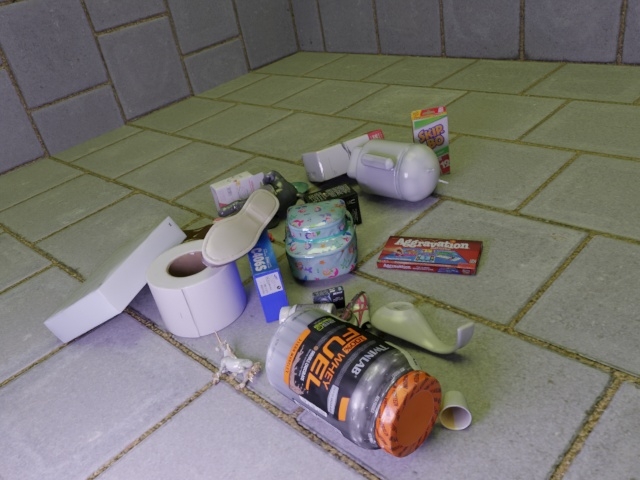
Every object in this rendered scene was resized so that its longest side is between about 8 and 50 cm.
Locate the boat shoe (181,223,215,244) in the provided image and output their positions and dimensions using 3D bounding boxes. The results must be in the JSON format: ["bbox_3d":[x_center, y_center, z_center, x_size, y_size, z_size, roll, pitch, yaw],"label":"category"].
[{"bbox_3d":[-0.385,0.011,1.867,0.285,0.089,0.104,-5,37,8],"label":"boat shoe"}]

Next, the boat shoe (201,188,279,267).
[{"bbox_3d":[-0.224,-0.021,1.536,0.116,0.097,0.324,38,44,-3],"label":"boat shoe"}]

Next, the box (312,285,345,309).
[{"bbox_3d":[0.023,0.157,1.480,0.083,0.067,0.018,-12,38,-8],"label":"box"}]

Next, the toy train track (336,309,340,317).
[{"bbox_3d":[0.036,0.187,1.508,0.048,0.014,0.083,-19,39,-16],"label":"toy train track"}]

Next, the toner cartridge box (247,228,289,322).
[{"bbox_3d":[-0.164,0.067,1.625,0.075,0.165,0.348,-15,32,-7],"label":"toner cartridge box"}]

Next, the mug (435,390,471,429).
[{"bbox_3d":[0.264,0.338,1.139,0.078,0.062,0.064,2,25,10],"label":"mug"}]

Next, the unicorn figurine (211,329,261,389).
[{"bbox_3d":[-0.217,0.303,1.371,0.162,0.060,0.111,18,39,15],"label":"unicorn figurine"}]

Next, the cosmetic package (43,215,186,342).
[{"bbox_3d":[-0.597,0.110,1.662,0.284,0.097,0.377,-29,20,33],"label":"cosmetic package"}]

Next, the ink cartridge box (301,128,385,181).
[{"bbox_3d":[0.092,-0.328,2.180,0.283,0.117,0.207,-21,13,-16],"label":"ink cartridge box"}]

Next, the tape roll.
[{"bbox_3d":[-0.345,0.130,1.579,0.246,0.169,0.246,-8,32,5],"label":"tape roll"}]

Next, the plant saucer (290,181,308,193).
[{"bbox_3d":[-0.102,-0.190,2.164,0.119,0.021,0.119,-9,31,6],"label":"plant saucer"}]

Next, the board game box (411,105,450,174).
[{"bbox_3d":[0.398,-0.350,2.022,0.124,0.259,0.039,-10,31,3],"label":"board game box"}]

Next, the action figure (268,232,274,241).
[{"bbox_3d":[-0.203,-0.021,1.906,0.115,0.030,0.038,20,26,27],"label":"action figure"}]

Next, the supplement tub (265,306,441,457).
[{"bbox_3d":[0.062,0.284,1.151,0.338,0.207,0.207,20,43,42],"label":"supplement tub"}]

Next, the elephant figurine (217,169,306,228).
[{"bbox_3d":[-0.203,-0.122,1.978,0.186,0.169,0.239,-27,14,51],"label":"elephant figurine"}]

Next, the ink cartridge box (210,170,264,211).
[{"bbox_3d":[-0.306,-0.186,2.136,0.198,0.115,0.067,-24,33,-21],"label":"ink cartridge box"}]

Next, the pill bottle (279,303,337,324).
[{"bbox_3d":[-0.031,0.201,1.443,0.137,0.078,0.078,-2,32,15],"label":"pill bottle"}]

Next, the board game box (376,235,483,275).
[{"bbox_3d":[0.319,0.040,1.638,0.281,0.027,0.145,3,33,24],"label":"board game box"}]

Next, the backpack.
[{"bbox_3d":[0.000,0.000,1.672,0.225,0.191,0.253,-8,36,4],"label":"backpack"}]

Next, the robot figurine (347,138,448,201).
[{"bbox_3d":[0.265,-0.246,1.957,0.353,0.200,0.300,15,6,38],"label":"robot figurine"}]

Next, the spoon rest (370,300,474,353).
[{"bbox_3d":[0.238,0.209,1.345,0.137,0.084,0.276,-14,15,-37],"label":"spoon rest"}]

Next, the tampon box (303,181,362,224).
[{"bbox_3d":[0.041,-0.105,1.878,0.161,0.120,0.101,-18,32,-11],"label":"tampon box"}]

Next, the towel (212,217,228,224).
[{"bbox_3d":[-0.322,-0.034,1.976,0.144,0.029,0.197,-10,31,4],"label":"towel"}]

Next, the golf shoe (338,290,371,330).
[{"bbox_3d":[0.095,0.197,1.438,0.086,0.067,0.186,39,32,2],"label":"golf shoe"}]
